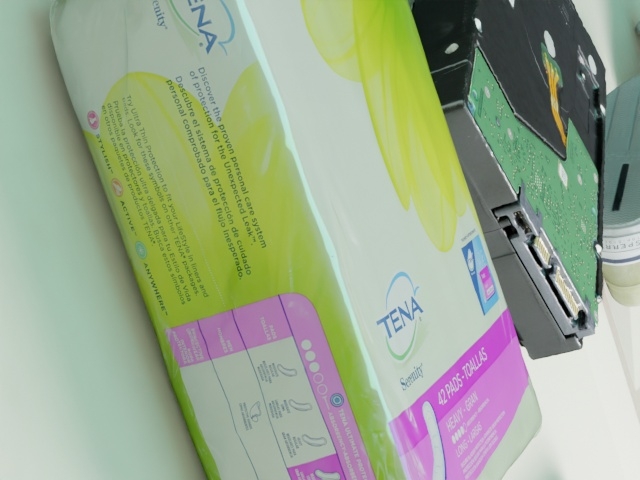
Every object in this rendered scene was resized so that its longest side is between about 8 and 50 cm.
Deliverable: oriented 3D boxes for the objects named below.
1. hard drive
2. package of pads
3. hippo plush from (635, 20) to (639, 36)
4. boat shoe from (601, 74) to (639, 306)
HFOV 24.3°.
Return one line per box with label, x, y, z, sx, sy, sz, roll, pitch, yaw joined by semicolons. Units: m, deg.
hard drive;0.144;-0.109;1.118;0.237;0.064;0.339;55;30;-33
package of pads;0.000;0.000;0.714;0.229;0.101;0.297;-26;98;-66
hippo plush;0.429;-0.193;1.658;0.236;0.234;0.294;-124;-160;-63
boat shoe;0.295;-0.056;1.378;0.302;0.109;0.094;-57;141;-48
